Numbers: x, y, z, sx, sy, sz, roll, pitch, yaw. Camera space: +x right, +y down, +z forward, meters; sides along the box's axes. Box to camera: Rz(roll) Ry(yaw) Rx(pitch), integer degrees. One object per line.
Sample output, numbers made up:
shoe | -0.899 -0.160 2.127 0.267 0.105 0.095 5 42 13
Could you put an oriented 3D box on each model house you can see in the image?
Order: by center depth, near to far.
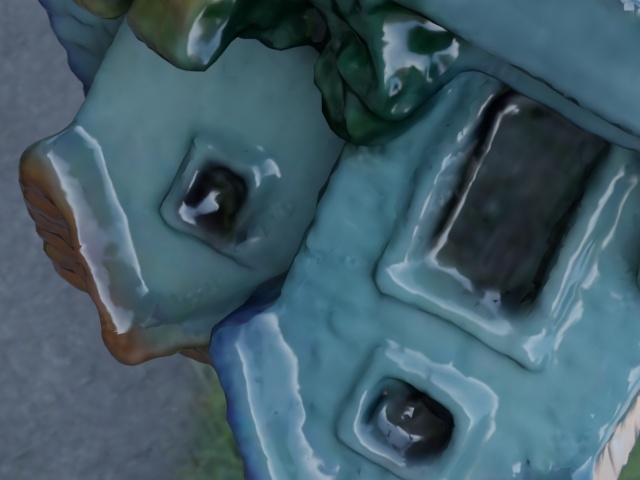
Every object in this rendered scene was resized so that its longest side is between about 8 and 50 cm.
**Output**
model house | 0.000 0.000 0.610 0.295 0.329 0.252 31 25 8
